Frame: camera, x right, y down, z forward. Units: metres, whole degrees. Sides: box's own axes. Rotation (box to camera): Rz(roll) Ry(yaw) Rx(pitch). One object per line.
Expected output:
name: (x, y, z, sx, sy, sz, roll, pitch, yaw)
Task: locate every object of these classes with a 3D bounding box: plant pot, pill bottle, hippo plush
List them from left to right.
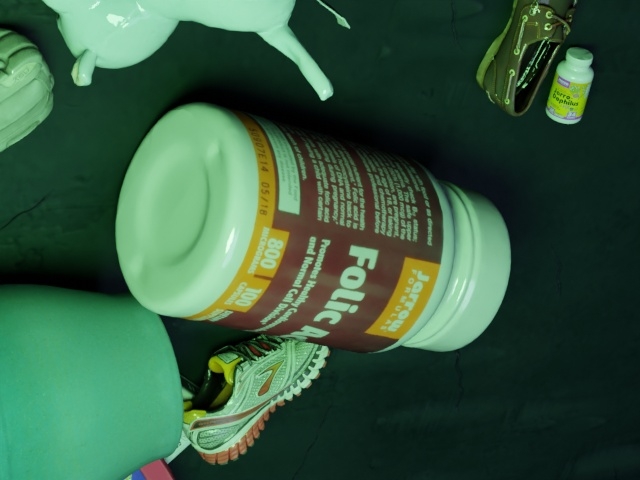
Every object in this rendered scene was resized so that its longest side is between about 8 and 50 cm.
plant pot: (-0.288, 0.164, 2.017, 0.255, 0.272, 0.272, -11, 130, -25)
hippo plush: (-0.144, -0.271, 1.834, 0.236, 0.234, 0.294, -20, 126, 27)
pill bottle: (0.000, 0.000, 2.089, 0.392, 0.224, 0.224, 13, 118, -37)
pill bottle: (0.288, -0.179, 2.247, 0.043, 0.043, 0.083, -8, 129, -26)

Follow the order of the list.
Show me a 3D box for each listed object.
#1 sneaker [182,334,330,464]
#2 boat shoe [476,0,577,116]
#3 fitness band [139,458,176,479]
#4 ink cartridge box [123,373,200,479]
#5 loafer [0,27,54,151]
sneaker: (-0.073, 0.150, 2.245, 0.225, 0.088, 0.093, -50, 126, -16)
boat shoe: (0.245, -0.234, 2.156, 0.073, 0.073, 0.207, 4, 122, -32)
fitness band: (-0.269, 0.303, 2.240, 0.209, 0.054, 0.291, -31, 137, -6)
ink cartridge box: (-0.251, 0.214, 2.242, 0.206, 0.045, 0.208, -42, 136, 6)
loafer: (-0.390, -0.077, 1.862, 0.319, 0.112, 0.111, -33, 142, -12)
